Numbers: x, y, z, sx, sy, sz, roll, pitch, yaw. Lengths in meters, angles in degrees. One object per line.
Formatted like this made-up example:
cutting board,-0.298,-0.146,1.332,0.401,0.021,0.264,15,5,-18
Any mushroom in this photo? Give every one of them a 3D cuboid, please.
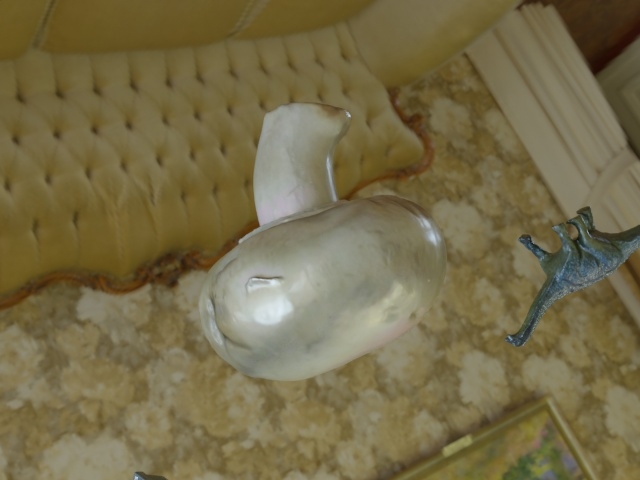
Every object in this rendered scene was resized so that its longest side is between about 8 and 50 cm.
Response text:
mushroom,0.019,0.030,1.118,0.356,0.315,0.315,-61,-175,-32

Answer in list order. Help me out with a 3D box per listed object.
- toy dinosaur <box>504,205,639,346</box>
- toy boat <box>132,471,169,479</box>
toy dinosaur,0.421,0.022,1.412,0.363,0.147,0.076,-30,-175,-7
toy boat,-0.164,0.363,0.983,0.092,0.141,0.320,11,177,-31
